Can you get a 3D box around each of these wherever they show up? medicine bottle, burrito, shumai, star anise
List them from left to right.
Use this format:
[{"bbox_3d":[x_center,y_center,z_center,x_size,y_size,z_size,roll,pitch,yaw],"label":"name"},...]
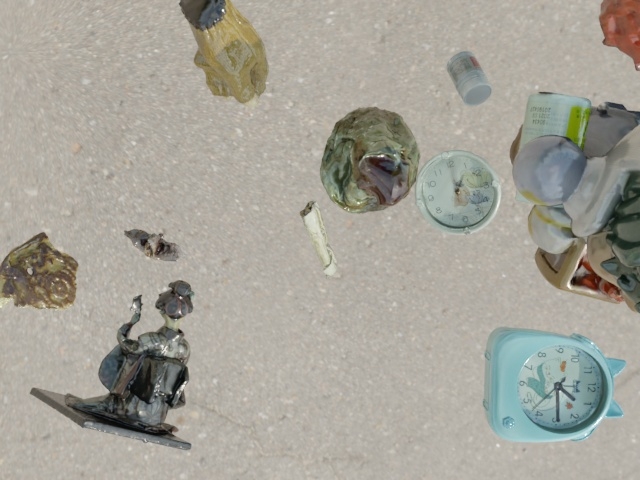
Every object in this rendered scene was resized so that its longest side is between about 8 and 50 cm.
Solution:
[{"bbox_3d":[-0.329,0.015,1.361,0.129,0.124,0.056,29,80,-42],"label":"star anise"},{"bbox_3d":[0.000,0.000,1.306,0.041,0.045,0.186,-21,134,-1],"label":"burrito"},{"bbox_3d":[0.142,-0.178,1.368,0.222,0.203,0.272,35,62,-20],"label":"shumai"},{"bbox_3d":[0.277,-0.302,1.234,0.058,0.091,0.058,-12,148,-8],"label":"medicine bottle"},{"bbox_3d":[0.177,-0.069,0.507,0.047,0.047,0.084,1,101,-25],"label":"medicine bottle"}]

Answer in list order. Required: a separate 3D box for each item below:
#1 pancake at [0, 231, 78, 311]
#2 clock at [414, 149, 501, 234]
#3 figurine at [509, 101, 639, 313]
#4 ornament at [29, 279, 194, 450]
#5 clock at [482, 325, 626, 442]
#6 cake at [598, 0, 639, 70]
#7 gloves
[{"bbox_3d":[-0.734,0.080,1.691,0.257,0.056,0.213,9,65,-59],"label":"pancake"},{"bbox_3d":[0.375,-0.132,1.801,0.053,0.236,0.237,-31,125,-61],"label":"clock"},{"bbox_3d":[0.254,-0.022,0.498,0.260,0.382,0.186,9,106,-9],"label":"figurine"},{"bbox_3d":[-0.221,0.139,0.833,0.166,0.153,0.196,32,75,-42],"label":"ornament"},{"bbox_3d":[0.470,0.292,1.334,0.273,0.094,0.224,4,92,2],"label":"clock"},{"bbox_3d":[0.525,-0.327,0.724,0.269,0.270,0.320,36,69,-5],"label":"cake"},{"bbox_3d":[-0.213,-0.450,1.569,0.155,0.203,0.356,-33,154,-11],"label":"gloves"}]
